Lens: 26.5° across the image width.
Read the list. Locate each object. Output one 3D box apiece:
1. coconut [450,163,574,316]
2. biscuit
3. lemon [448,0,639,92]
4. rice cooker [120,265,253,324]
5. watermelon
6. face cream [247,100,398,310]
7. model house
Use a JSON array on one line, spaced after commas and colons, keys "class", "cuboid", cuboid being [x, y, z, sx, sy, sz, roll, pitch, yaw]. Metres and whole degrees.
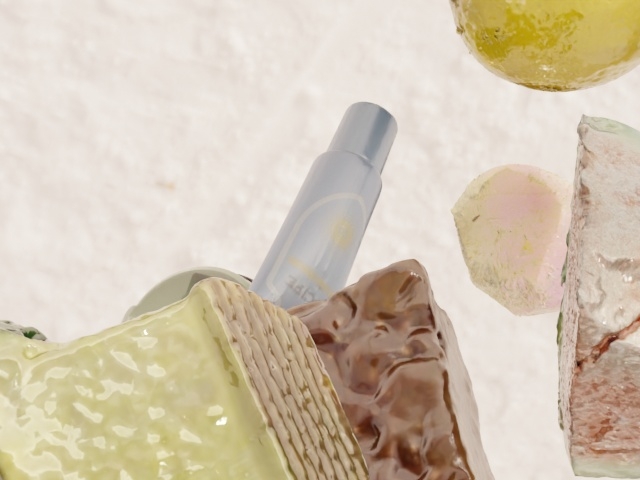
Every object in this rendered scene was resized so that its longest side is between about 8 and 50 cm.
[{"class": "coconut", "cuboid": [0.325, 0.008, 2.092, 0.233, 0.233, 0.245, -10, 164, 21]}, {"class": "biscuit", "cuboid": [-0.026, 0.238, 1.281, 0.395, 0.343, 0.166, -20, 149, 16]}, {"class": "lemon", "cuboid": [0.284, -0.288, 1.598, 0.263, 0.236, 0.236, 11, 139, 11]}, {"class": "rice cooker", "cuboid": [-0.130, 0.152, 1.703, 0.226, 0.226, 0.244, -10, 157, 21]}, {"class": "watermelon", "cuboid": [0.262, 0.057, 1.155, 0.193, 0.310, 0.232, 18, 178, -12]}, {"class": "face cream", "cuboid": [0.000, 0.000, 1.535, 0.086, 0.385, 0.135, -14, 131, 42]}, {"class": "model house", "cuboid": [-0.135, 0.152, 1.025, 0.266, 0.261, 0.321, -20, 165, -22]}]
